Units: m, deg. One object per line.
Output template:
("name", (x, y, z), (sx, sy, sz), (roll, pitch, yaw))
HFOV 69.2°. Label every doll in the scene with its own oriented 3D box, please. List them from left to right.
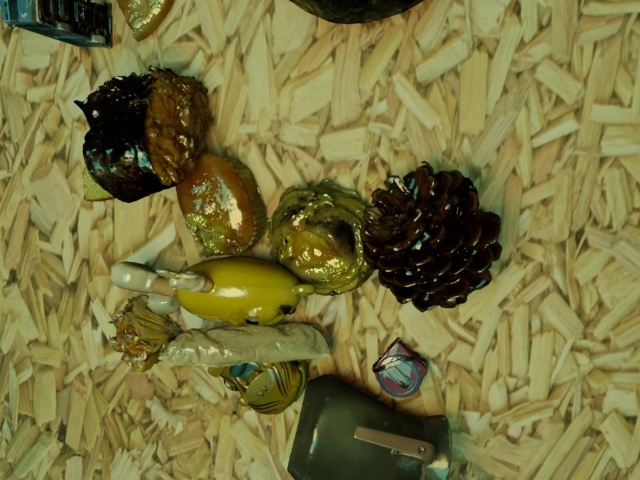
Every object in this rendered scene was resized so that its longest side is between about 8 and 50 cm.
("doll", (-0.264, 0.109, 1.067), (0.423, 0.348, 0.161), (-10, 70, 47))

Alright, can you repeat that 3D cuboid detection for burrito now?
("burrito", (-0.168, 0.239, 1.079), (0.391, 0.117, 0.076), (1, 114, -16))

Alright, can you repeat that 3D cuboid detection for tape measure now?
("tape measure", (0.195, 0.313, 1.126), (0.118, 0.074, 0.125), (45, 100, 6))

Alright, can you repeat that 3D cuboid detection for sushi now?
("sushi", (-0.375, -0.248, 0.999), (0.207, 0.349, 0.234), (-18, 136, 17))

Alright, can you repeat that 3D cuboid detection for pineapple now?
("pineapple", (-0.451, 0.250, 1.206), (0.115, 0.186, 0.236), (-56, 43, 17))

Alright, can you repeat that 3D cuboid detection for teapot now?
("teapot", (0.112, 0.460, 1.068), (0.343, 0.300, 0.254), (12, 66, 2))

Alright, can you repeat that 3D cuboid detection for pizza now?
("pizza", (-0.402, -0.607, 1.089), (0.134, 0.056, 0.271), (14, 103, 6))

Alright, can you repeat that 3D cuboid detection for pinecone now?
("pinecone", (0.228, -0.015, 0.969), (0.295, 0.242, 0.298), (37, 80, -24))

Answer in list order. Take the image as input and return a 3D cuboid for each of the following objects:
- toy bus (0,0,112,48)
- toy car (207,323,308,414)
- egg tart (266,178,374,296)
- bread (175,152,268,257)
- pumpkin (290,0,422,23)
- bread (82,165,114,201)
("toy bus", (-0.594, -0.517, 1.051), (0.133, 0.234, 0.116), (7, 101, 12))
("toy car", (-0.158, 0.330, 1.160), (0.247, 0.142, 0.201), (30, 104, 5))
("egg tart", (0.000, 0.000, 1.086), (0.296, 0.132, 0.298), (3, 101, 16))
("bread", (-0.239, -0.085, 1.111), (0.178, 0.133, 0.250), (-19, 97, 10))
("pumpkin", (0.076, -0.629, 0.846), (0.453, 0.344, 0.455), (-2, 83, 13))
("bread", (-0.536, -0.157, 1.193), (0.187, 0.065, 0.103), (-6, 104, 13))
